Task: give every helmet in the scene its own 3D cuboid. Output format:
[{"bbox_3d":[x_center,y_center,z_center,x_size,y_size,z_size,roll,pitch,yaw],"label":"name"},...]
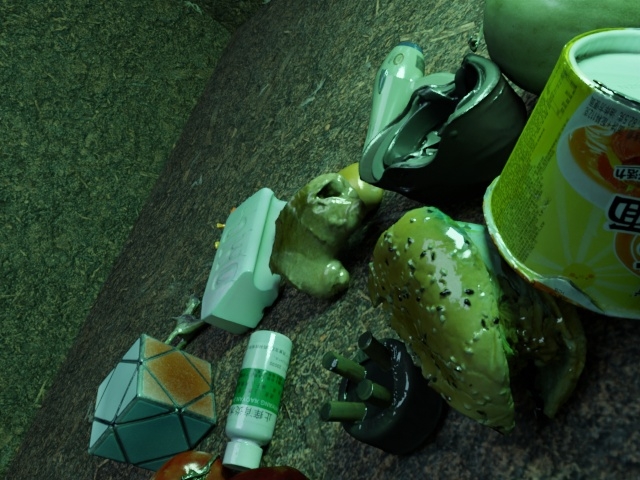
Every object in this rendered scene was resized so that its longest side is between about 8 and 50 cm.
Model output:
[{"bbox_3d":[0.223,-0.161,0.869,0.305,0.177,0.224,-29,33,53],"label":"helmet"}]

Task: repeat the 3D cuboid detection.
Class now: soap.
[{"bbox_3d":[-0.189,0.057,1.295,0.208,0.115,0.346,-32,38,42],"label":"soap"}]

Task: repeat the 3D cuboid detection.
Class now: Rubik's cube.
[{"bbox_3d":[-0.393,0.387,1.187,0.205,0.205,0.207,-48,33,15],"label":"Rubik's cube"}]

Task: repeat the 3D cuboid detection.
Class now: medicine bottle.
[{"bbox_3d":[-0.125,0.312,0.990,0.095,0.095,0.259,-23,45,43],"label":"medicine bottle"}]

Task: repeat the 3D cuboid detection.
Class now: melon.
[{"bbox_3d":[0.383,-0.328,0.728,0.272,0.272,0.308,-46,64,16],"label":"melon"}]

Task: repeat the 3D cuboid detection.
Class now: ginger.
[{"bbox_3d":[0.000,0.000,1.036,0.276,0.130,0.221,-41,65,35],"label":"ginger"}]

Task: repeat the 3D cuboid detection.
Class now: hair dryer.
[{"bbox_3d":[0.198,-0.281,1.114,0.295,0.119,0.298,-58,43,9],"label":"hair dryer"}]

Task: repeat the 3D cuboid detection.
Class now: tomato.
[{"bbox_3d":[-0.244,0.483,0.928,0.187,0.187,0.151,-107,35,-53],"label":"tomato"}]

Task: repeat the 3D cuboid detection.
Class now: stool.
[{"bbox_3d":[0.098,0.199,0.739,0.227,0.139,0.153,-60,28,-3],"label":"stool"}]

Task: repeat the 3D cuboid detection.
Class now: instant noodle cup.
[{"bbox_3d":[0.321,-0.081,0.512,0.264,0.265,0.200,-94,6,-46],"label":"instant noodle cup"}]

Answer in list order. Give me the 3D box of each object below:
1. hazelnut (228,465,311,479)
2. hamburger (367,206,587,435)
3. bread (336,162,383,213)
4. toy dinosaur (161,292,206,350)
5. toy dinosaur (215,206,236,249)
[{"bbox_3d":[-0.090,0.445,0.778,0.202,0.160,0.170,-17,49,-6],"label":"hazelnut"},{"bbox_3d":[0.184,0.072,0.613,0.288,0.168,0.192,-125,30,-43],"label":"hamburger"},{"bbox_3d":[0.010,-0.076,1.176,0.305,0.091,0.141,-31,44,36],"label":"bread"},{"bbox_3d":[-0.371,0.236,1.438,0.199,0.072,0.251,-54,19,-17],"label":"toy dinosaur"},{"bbox_3d":[-0.261,0.007,1.503,0.117,0.071,0.288,-31,43,35],"label":"toy dinosaur"}]
